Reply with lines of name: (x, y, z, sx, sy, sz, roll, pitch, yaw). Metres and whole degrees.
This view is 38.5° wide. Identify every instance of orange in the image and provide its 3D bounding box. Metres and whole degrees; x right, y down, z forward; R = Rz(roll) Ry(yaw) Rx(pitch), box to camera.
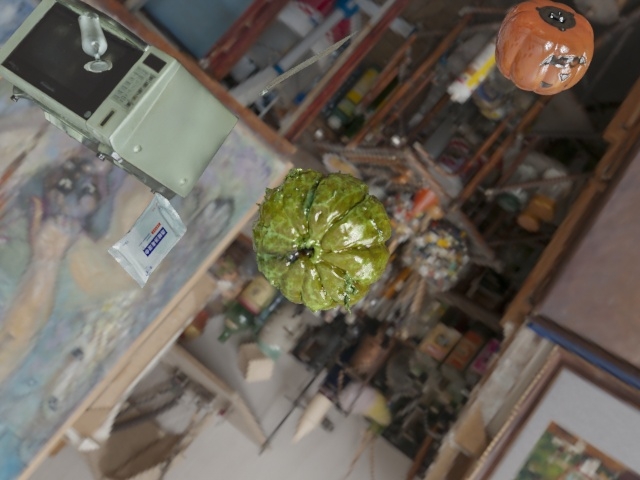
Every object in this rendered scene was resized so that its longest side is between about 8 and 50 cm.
orange: (0.000, 0.000, 1.913, 0.301, 0.300, 0.223, 7, -172, 16)

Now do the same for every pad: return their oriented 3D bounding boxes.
pad: (-0.030, -0.443, 2.293, 0.009, 0.265, 0.159, 58, 160, -5)

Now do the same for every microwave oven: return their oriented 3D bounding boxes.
microwave oven: (-0.438, -0.300, 1.927, 0.394, 0.247, 0.333, 33, 176, 28)

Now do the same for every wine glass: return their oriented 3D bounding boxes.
wine glass: (-0.326, -0.284, 1.310, 0.039, 0.042, 0.083, -36, 66, 59)

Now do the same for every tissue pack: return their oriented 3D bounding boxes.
tissue pack: (-0.386, -0.004, 2.073, 0.026, 0.193, 0.122, 0, 136, 44)

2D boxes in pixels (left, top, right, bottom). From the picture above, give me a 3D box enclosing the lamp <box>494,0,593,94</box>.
lamp: (0.426, -0.365, 1.763, 0.188, 0.188, 0.164, 36, 137, 17)
